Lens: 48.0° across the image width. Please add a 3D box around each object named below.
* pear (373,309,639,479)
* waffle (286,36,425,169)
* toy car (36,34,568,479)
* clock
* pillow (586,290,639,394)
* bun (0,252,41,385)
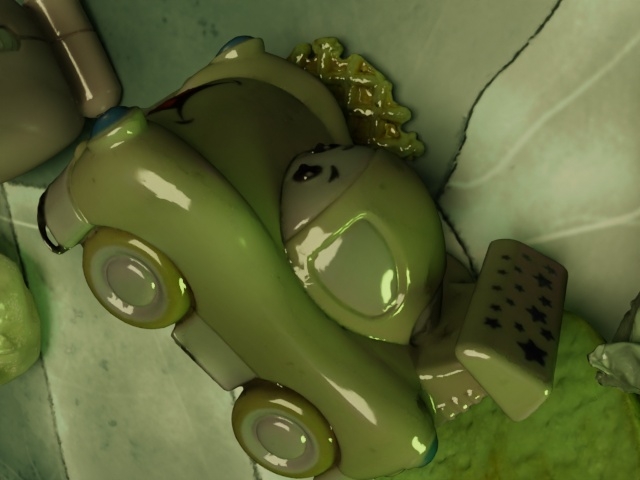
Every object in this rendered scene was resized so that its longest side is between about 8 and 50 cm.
[{"bbox_3d":[0.178,0.180,0.609,0.288,0.139,0.239,-26,52,50],"label":"pear"},{"bbox_3d":[0.000,-0.089,0.682,0.169,0.036,0.183,50,120,5],"label":"waffle"},{"bbox_3d":[0.000,0.000,0.554,0.226,0.242,0.336,-33,102,35],"label":"toy car"},{"bbox_3d":[-0.417,-0.132,0.718,0.342,0.326,0.184,-25,92,29],"label":"clock"},{"bbox_3d":[0.349,-0.001,0.453,0.310,0.138,0.283,14,83,21],"label":"pillow"},{"bbox_3d":[-0.467,0.102,0.884,0.231,0.133,0.231,3,114,6],"label":"bun"}]
